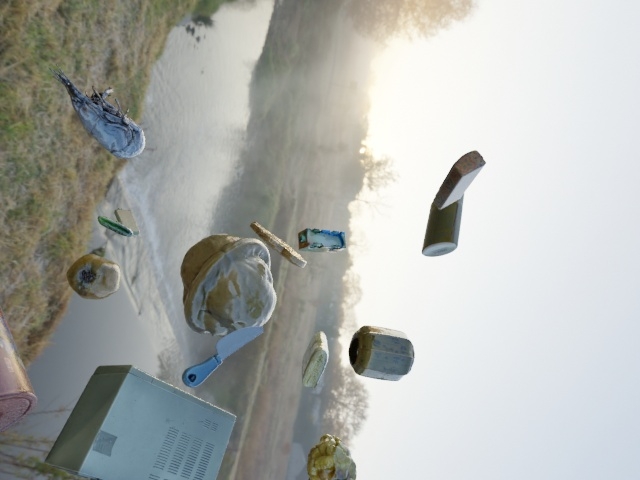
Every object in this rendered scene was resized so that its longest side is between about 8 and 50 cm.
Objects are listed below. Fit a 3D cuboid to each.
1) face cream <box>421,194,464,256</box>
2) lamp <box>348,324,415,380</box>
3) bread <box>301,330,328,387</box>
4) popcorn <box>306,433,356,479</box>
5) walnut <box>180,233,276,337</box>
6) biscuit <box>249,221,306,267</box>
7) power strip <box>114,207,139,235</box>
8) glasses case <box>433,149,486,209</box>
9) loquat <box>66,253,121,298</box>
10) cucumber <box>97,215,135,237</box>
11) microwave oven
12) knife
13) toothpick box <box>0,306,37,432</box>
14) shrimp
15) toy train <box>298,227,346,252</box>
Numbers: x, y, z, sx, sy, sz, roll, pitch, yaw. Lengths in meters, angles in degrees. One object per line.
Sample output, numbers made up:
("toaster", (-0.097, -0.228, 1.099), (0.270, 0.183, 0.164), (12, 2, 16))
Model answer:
("face cream", (0.455, -0.069, 1.575), (0.139, 0.067, 0.285), (-18, -142, 40))
("lamp", (0.189, 0.353, 1.337), (0.161, 0.185, 0.161), (-170, -90, -80))
("bread", (-0.016, 0.391, 1.404), (0.178, 0.060, 0.139), (-92, -154, -82))
("popcorn", (0.035, 0.695, 1.307), (0.163, 0.194, 0.140), (-19, -166, 41))
("walnut", (-0.329, 0.155, 1.491), (0.383, 0.384, 0.383), (-168, -90, -89))
("biscuit", (-0.216, 0.016, 2.043), (0.051, 0.376, 0.269), (-52, 145, 0))
("power strip", (-0.889, -0.087, 1.952), (0.028, 0.076, 0.169), (-52, -124, 27))
("glasses case", (0.361, -0.157, 1.132), (0.049, 0.075, 0.218), (59, -8, 16))
("loquat", (-0.881, 0.142, 1.658), (0.234, 0.187, 0.175), (-173, -91, -75))
("cucumber", (-0.686, -0.047, 1.431), (0.168, 0.039, 0.039), (45, 52, -61))
("microwave oven", (-0.301, 0.348, 0.739), (0.145, 0.240, 0.193), (-12, -133, 39))
("knife", (-0.249, 0.283, 1.095), (0.244, 0.058, 0.032), (-37, 178, -35))
("toothpick box", (-0.792, 0.256, 0.937), (0.204, 0.333, 0.204), (-33, 159, -14))
("shrimp", (-0.664, -0.389, 1.290), (0.145, 0.116, 0.343), (-43, 137, -8))
("toy train", (0.000, 0.000, 1.538), (0.099, 0.188, 0.072), (-20, -111, 58))
